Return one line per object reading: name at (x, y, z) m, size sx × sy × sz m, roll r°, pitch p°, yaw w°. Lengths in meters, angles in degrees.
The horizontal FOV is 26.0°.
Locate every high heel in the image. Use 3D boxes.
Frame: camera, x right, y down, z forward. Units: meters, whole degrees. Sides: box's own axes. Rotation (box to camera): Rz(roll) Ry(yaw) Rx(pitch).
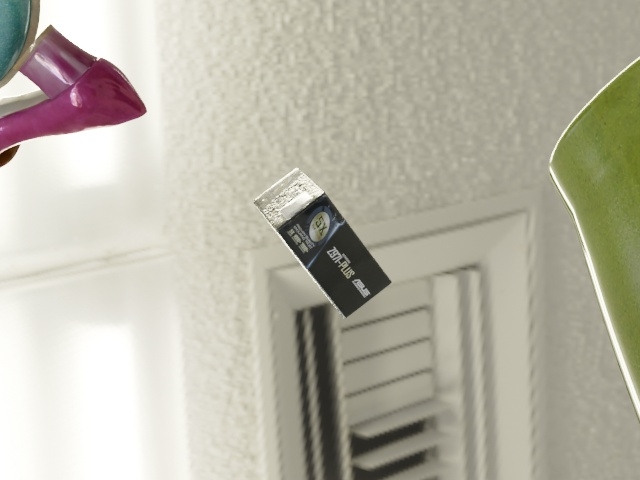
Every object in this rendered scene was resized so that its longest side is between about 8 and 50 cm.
high heel at (-0.261, -0.099, 1.317) m, size 0.117 × 0.244 × 0.082 m, roll 39°, pitch -140°, yaw -10°

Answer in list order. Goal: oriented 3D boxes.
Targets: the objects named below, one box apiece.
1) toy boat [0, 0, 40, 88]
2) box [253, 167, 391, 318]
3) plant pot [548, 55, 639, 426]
toy boat at (-0.413, -0.216, 1.238) m, size 0.148 × 0.318 × 0.268 m, roll -95°, pitch -6°, yaw -52°
box at (0.000, 0.000, 1.765) m, size 0.077 × 0.180 × 0.147 m, roll -38°, pitch -73°, yaw -2°
plant pot at (0.328, 0.035, 0.859) m, size 0.366 × 0.366 × 0.353 m, roll -12°, pitch -116°, yaw -43°
